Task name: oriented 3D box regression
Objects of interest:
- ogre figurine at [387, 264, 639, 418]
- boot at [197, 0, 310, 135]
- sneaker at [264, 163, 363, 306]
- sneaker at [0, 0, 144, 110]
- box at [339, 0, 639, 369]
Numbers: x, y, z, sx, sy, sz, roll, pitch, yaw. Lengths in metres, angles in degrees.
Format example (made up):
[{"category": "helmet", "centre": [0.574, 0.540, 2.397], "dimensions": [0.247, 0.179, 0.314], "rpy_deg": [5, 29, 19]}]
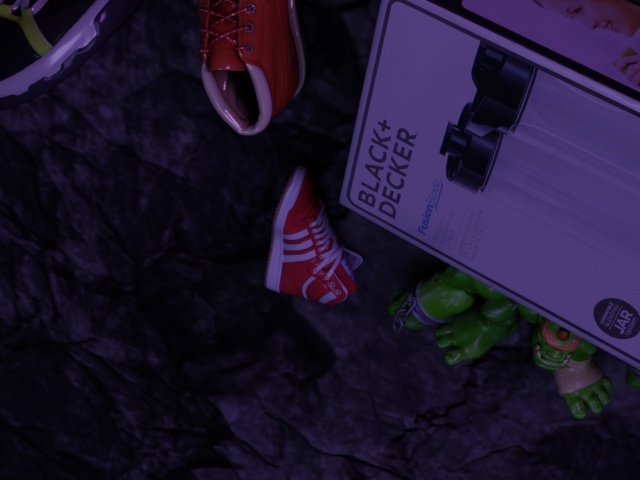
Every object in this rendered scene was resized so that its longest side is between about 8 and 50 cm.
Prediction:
[{"category": "ogre figurine", "centre": [0.150, 0.048, 0.737], "dimensions": [0.197, 0.097, 0.118], "rpy_deg": [32, 149, 13]}, {"category": "boot", "centre": [-0.049, -0.141, 0.662], "dimensions": [0.059, 0.084, 0.158], "rpy_deg": [-3, 123, 23]}, {"category": "sneaker", "centre": [0.000, 0.000, 0.779], "dimensions": [0.067, 0.042, 0.118], "rpy_deg": [20, 138, 9]}, {"category": "sneaker", "centre": [-0.225, -0.137, 0.724], "dimensions": [0.235, 0.084, 0.097], "rpy_deg": [-17, 118, 29]}, {"category": "box", "centre": [0.161, -0.033, 0.610], "dimensions": [0.290, 0.087, 0.169], "rpy_deg": [31, 139, 16]}]
